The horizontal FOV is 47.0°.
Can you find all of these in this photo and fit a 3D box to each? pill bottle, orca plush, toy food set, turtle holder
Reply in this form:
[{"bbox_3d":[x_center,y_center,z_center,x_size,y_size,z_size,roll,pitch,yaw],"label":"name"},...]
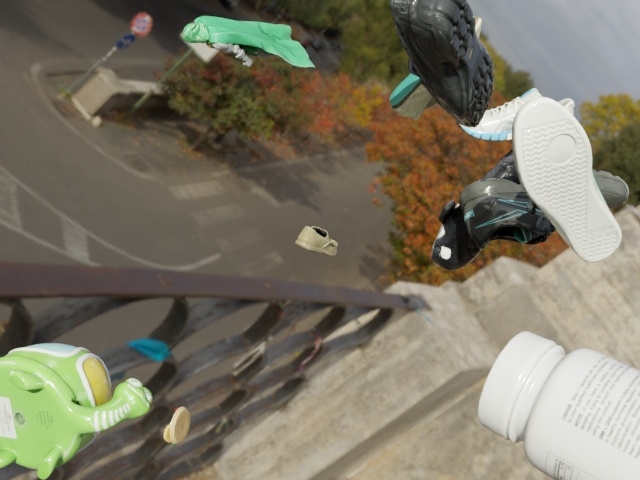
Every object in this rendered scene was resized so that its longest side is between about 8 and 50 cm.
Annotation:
[{"bbox_3d":[0.340,0.224,0.855,0.283,0.160,0.160,26,1,34],"label":"pill bottle"},{"bbox_3d":[0.313,-0.045,1.284,0.151,0.287,0.102,36,12,-51],"label":"orca plush"},{"bbox_3d":[-0.307,0.401,1.589,0.082,0.020,0.083,62,37,-59],"label":"toy food set"},{"bbox_3d":[-0.514,0.301,1.445,0.243,0.320,0.227,58,27,-1],"label":"turtle holder"}]

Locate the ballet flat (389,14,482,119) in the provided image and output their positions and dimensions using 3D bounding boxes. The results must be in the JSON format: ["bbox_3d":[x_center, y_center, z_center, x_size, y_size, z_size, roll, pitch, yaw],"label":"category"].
[{"bbox_3d":[0.153,-0.213,0.916,0.052,0.168,0.057,26,47,-22],"label":"ballet flat"}]

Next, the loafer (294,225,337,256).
[{"bbox_3d":[0.000,0.000,1.567,0.056,0.050,0.148,26,8,23],"label":"loafer"}]

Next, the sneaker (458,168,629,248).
[{"bbox_3d":[0.361,-0.044,1.185,0.101,0.268,0.106,74,11,-61],"label":"sneaker"}]

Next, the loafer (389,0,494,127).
[{"bbox_3d":[0.138,-0.200,0.816,0.078,0.076,0.223,20,-12,30],"label":"loafer"}]

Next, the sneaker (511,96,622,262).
[{"bbox_3d":[0.294,-0.096,0.965,0.256,0.094,0.151,53,9,-32],"label":"sneaker"}]

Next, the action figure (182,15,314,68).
[{"bbox_3d":[-0.133,-0.339,1.252,0.232,0.063,0.137,-2,41,-43],"label":"action figure"}]

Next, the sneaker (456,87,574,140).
[{"bbox_3d":[0.316,-0.206,1.185,0.071,0.191,0.082,-90,-178,-57],"label":"sneaker"}]
